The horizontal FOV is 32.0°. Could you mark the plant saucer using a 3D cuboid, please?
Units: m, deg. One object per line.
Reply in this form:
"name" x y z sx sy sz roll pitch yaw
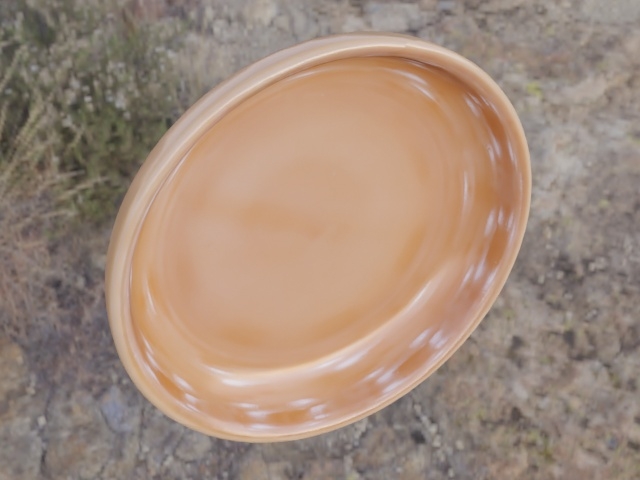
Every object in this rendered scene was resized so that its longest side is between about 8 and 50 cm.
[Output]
"plant saucer" 0.000 0.000 0.488 0.200 0.200 0.037 -19 38 -18
